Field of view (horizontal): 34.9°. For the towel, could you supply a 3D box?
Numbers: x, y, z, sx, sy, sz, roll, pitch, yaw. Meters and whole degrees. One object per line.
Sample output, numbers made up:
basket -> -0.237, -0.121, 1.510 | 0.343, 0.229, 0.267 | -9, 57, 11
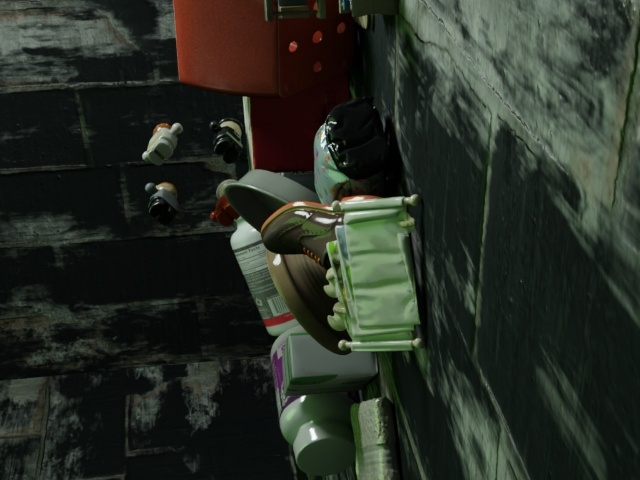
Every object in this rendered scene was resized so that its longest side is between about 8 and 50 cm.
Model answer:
towel -> 0.094, 0.376, 1.808 | 0.282, 0.049, 0.187 | 115, 149, -76

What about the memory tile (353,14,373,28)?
memory tile -> 0.067, -0.406, 1.662 | 0.148, 0.012, 0.113 | -116, 22, -71

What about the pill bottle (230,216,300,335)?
pill bottle -> -0.093, 0.036, 2.265 | 0.176, 0.176, 0.318 | -168, 56, -83

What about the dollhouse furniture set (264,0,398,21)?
dollhouse furniture set -> 0.006, -0.385, 1.452 | 0.129, 0.184, 0.129 | -117, 24, -73

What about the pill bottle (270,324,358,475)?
pill bottle -> -0.007, 0.331, 2.121 | 0.301, 0.169, 0.169 | -103, 11, -48

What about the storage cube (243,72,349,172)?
storage cube -> -0.047, -0.225, 1.988 | 0.215, 0.193, 0.183 | -151, 57, -83

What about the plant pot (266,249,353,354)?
plant pot -> 0.023, 0.069, 1.742 | 0.237, 0.110, 0.237 | 47, -162, -21

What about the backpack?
backpack -> 0.050, -0.113, 1.573 | 0.182, 0.115, 0.152 | 91, 169, -58

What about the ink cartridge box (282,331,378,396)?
ink cartridge box -> 0.012, 0.232, 1.926 | 0.219, 0.160, 0.092 | 111, 155, -74

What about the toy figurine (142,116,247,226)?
toy figurine -> -0.248, -0.140, 2.044 | 0.148, 0.210, 0.213 | -95, 4, -64

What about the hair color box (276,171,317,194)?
hair color box -> -0.050, -0.189, 2.373 | 0.374, 0.114, 0.185 | 108, 157, -71

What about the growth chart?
growth chart -> 0.073, 0.050, 1.436 | 0.172, 0.021, 0.237 | 4, 105, 38

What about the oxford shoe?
oxford shoe -> 0.000, 0.000, 1.547 | 0.271, 0.097, 0.098 | -11, 55, 46

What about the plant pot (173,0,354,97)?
plant pot -> -0.081, -0.395, 1.803 | 0.236, 0.267, 0.267 | 32, 136, 36

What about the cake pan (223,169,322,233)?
cake pan -> -0.045, -0.038, 1.913 | 0.054, 0.293, 0.293 | -58, -3, -15
